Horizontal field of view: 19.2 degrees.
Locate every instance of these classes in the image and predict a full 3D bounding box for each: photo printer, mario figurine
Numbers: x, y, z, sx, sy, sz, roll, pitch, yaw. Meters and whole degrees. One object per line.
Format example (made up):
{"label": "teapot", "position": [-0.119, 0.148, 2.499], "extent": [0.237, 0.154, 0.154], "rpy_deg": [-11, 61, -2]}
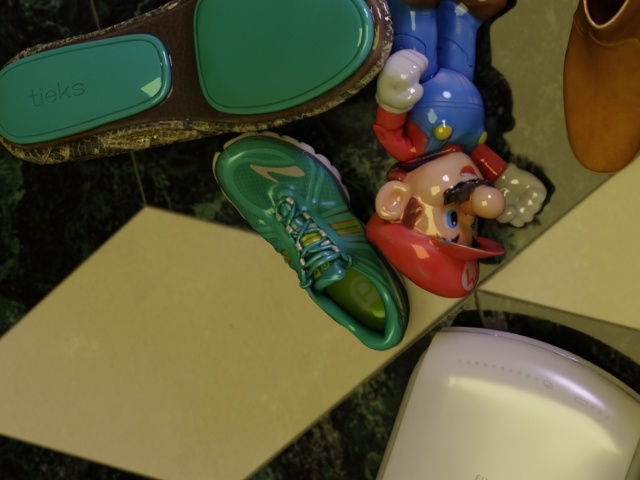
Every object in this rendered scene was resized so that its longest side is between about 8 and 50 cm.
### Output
{"label": "photo printer", "position": [0.188, 0.251, 1.935], "extent": [0.256, 0.107, 0.307], "rpy_deg": [21, 103, 13]}
{"label": "mario figurine", "position": [0.141, -0.103, 1.855], "extent": [0.198, 0.170, 0.320], "rpy_deg": [1, 89, -10]}

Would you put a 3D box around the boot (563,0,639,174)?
{"label": "boot", "position": [0.274, -0.198, 1.792], "extent": [0.104, 0.211, 0.295], "rpy_deg": [12, 101, 15]}

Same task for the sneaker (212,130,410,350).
{"label": "sneaker", "position": [0.000, 0.000, 1.919], "extent": [0.107, 0.110, 0.275], "rpy_deg": [-39, 105, 14]}

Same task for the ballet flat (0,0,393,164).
{"label": "ballet flat", "position": [-0.110, -0.173, 1.918], "extent": [0.483, 0.182, 0.164], "rpy_deg": [-11, 81, 29]}
